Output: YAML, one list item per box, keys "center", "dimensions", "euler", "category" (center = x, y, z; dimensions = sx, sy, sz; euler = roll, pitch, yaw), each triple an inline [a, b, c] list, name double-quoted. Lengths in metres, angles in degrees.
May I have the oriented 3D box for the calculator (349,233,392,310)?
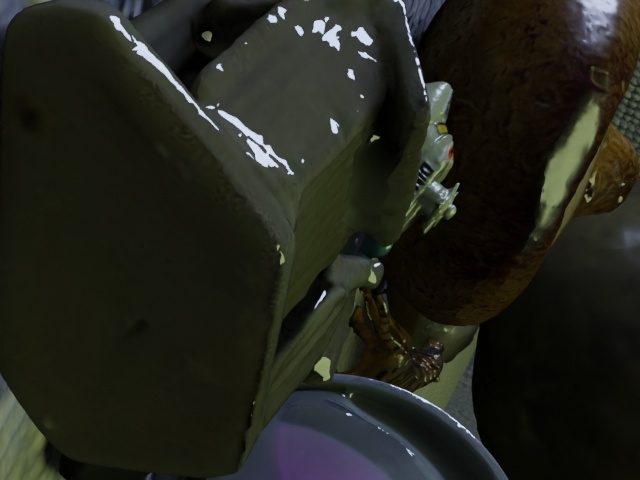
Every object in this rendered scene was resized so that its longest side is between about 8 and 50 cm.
- center: [0.000, 0.000, 0.829]
  dimensions: [0.094, 0.019, 0.141]
  euler: [-60, -150, 7]
  category: "calculator"

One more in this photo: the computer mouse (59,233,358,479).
- center: [-0.042, 0.025, 0.722]
  dimensions: [0.295, 0.087, 0.168]
  euler: [-64, 172, 0]
  category: "computer mouse"

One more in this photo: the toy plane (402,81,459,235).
- center: [0.015, -0.001, 0.926]
  dimensions: [0.286, 0.108, 0.092]
  euler: [-50, 167, -12]
  category: "toy plane"

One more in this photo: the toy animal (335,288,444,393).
- center: [0.061, 0.110, 1.297]
  dimensions: [0.255, 0.116, 0.114]
  euler: [75, 39, -71]
  category: "toy animal"

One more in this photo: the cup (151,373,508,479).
- center: [-0.014, 0.271, 0.914]
  dimensions: [0.253, 0.253, 0.371]
  euler: [-60, 175, -30]
  category: "cup"

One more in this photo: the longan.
- center: [0.381, 0.137, 1.527]
  dimensions: [0.404, 0.404, 0.436]
  euler: [-32, 126, -70]
  category: "longan"

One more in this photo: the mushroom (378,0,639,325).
- center: [0.155, -0.090, 1.098]
  dimensions: [0.345, 0.239, 0.345]
  euler: [0, 90, -78]
  category: "mushroom"

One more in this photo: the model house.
- center: [-0.032, -0.016, 0.540]
  dimensions: [0.188, 0.122, 0.229]
  euler: [-38, 149, -42]
  category: "model house"

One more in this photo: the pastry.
- center: [0.133, 0.064, 1.485]
  dimensions: [0.166, 0.088, 0.166]
  euler: [179, -90, -73]
  category: "pastry"
